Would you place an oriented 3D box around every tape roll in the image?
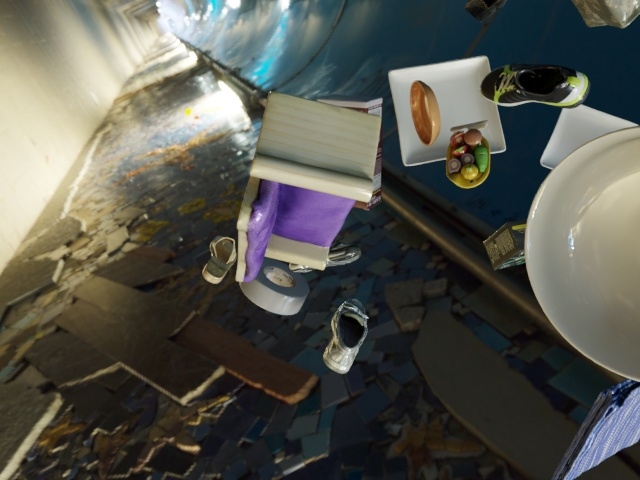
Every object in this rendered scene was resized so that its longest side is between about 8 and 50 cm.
[{"bbox_3d":[-0.147,0.144,1.752,0.219,0.072,0.219,24,21,-9],"label":"tape roll"}]

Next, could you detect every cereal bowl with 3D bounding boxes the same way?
[{"bbox_3d":[0.460,0.014,0.724,0.338,0.141,0.339,15,-71,51],"label":"cereal bowl"}]

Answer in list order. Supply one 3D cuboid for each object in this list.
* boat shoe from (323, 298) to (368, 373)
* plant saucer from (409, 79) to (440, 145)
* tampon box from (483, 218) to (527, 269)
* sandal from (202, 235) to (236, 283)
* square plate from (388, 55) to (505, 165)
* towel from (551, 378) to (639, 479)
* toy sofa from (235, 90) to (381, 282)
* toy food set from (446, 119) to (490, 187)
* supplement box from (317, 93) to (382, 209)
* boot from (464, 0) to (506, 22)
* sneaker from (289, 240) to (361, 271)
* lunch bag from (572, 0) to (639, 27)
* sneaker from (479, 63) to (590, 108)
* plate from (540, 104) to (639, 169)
[{"bbox_3d":[0.092,0.272,1.673,0.118,0.103,0.320,30,29,1],"label":"boat shoe"},{"bbox_3d":[0.321,-0.389,1.655,0.200,0.037,0.200,165,-90,-86],"label":"plant saucer"},{"bbox_3d":[0.615,0.009,1.712,0.161,0.120,0.102,119,-42,-63],"label":"tampon box"},{"bbox_3d":[-0.276,0.031,1.580,0.088,0.079,0.240,32,26,-13],"label":"sandal"},{"bbox_3d":[0.424,-0.437,1.847,0.049,0.343,0.348,71,11,-80],"label":"square plate"},{"bbox_3d":[0.595,0.355,1.061,0.040,0.335,0.243,42,-54,44],"label":"towel"},{"bbox_3d":[-0.032,-0.040,0.798,0.362,0.150,0.177,118,-16,-71],"label":"toy sofa"},{"bbox_3d":[0.432,-0.268,1.604,0.071,0.128,0.218,40,52,-62],"label":"toy food set"},{"bbox_3d":[0.067,-0.199,1.220,0.130,0.073,0.240,14,-63,32],"label":"supplement box"},{"bbox_3d":[0.707,-1.055,1.961,0.146,0.445,0.367,32,-29,4],"label":"boot"},{"bbox_3d":[0.000,0.000,1.353,0.086,0.228,0.132,7,74,-46],"label":"sneaker"},{"bbox_3d":[0.673,-0.647,1.170,0.235,0.287,0.169,44,10,-22],"label":"lunch bag"},{"bbox_3d":[0.384,-0.302,1.014,0.097,0.084,0.234,12,6,-38],"label":"sneaker"},{"bbox_3d":[0.948,-0.328,1.915,0.277,0.277,0.045,24,-11,12],"label":"plate"}]
